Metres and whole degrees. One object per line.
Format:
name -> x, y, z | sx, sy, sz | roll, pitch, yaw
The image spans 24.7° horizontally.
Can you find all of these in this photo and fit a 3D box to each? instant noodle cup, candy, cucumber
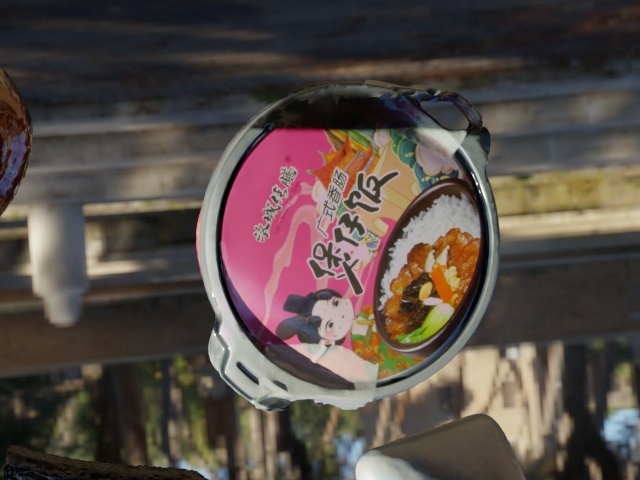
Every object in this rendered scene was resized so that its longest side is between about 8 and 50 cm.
instant noodle cup -> 0.000, 0.000, 1.247 | 0.302, 0.258, 0.181 | -39, -167, -15
candy -> 0.106, 0.208, 0.985 | 0.138, 0.174, 0.071 | -11, 161, -44
cucumber -> -0.246, 0.286, 1.701 | 0.245, 0.067, 0.067 | 8, 180, 6

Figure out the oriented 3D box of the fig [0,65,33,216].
fig -> -0.367, -0.086, 1.312 | 0.205, 0.205, 0.205 | -5, 179, 0
